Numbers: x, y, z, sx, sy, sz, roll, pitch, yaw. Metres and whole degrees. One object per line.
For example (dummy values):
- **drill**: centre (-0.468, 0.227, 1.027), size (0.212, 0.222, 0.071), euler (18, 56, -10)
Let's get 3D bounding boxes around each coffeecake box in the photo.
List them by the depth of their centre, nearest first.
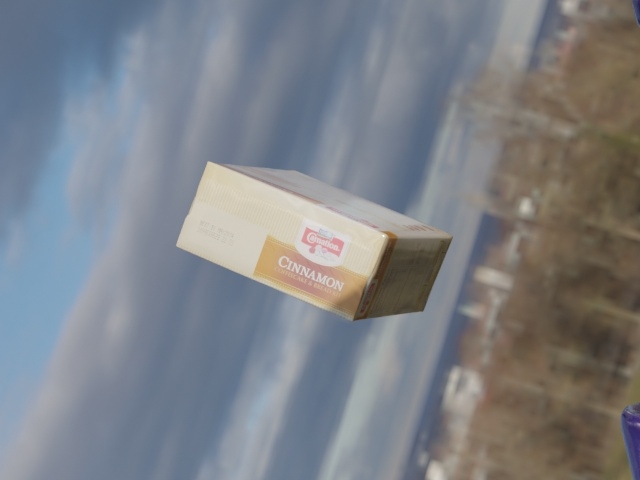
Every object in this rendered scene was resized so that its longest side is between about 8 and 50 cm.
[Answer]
- **coffeecake box**: centre (0.000, 0.000, 1.432), size (0.068, 0.142, 0.185), euler (-69, -17, 7)

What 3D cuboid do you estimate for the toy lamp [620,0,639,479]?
- **toy lamp**: centre (0.188, 0.015, 0.981), size (0.080, 0.080, 0.274), euler (-41, -50, -83)
